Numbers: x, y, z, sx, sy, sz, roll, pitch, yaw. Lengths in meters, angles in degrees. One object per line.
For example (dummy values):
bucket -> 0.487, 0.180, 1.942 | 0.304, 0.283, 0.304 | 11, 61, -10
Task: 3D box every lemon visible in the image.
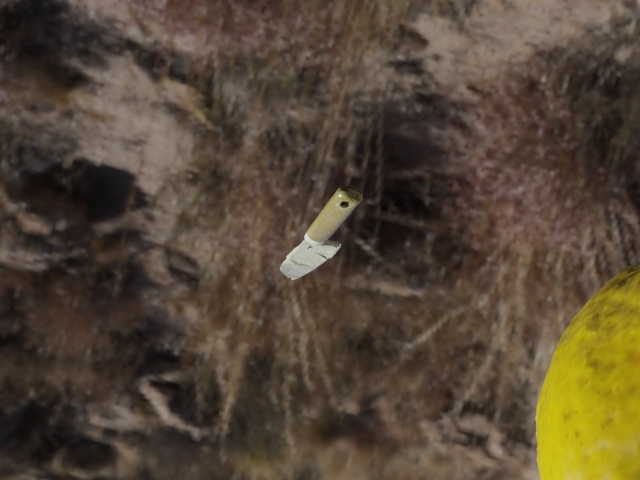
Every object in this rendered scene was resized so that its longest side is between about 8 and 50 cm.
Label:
lemon -> 0.350, 0.177, 1.003 | 0.350, 0.387, 0.349 | 16, 136, 16

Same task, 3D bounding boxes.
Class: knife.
knife -> 0.000, 0.002, 1.314 | 0.047, 0.017, 0.298 | 8, 159, -14
